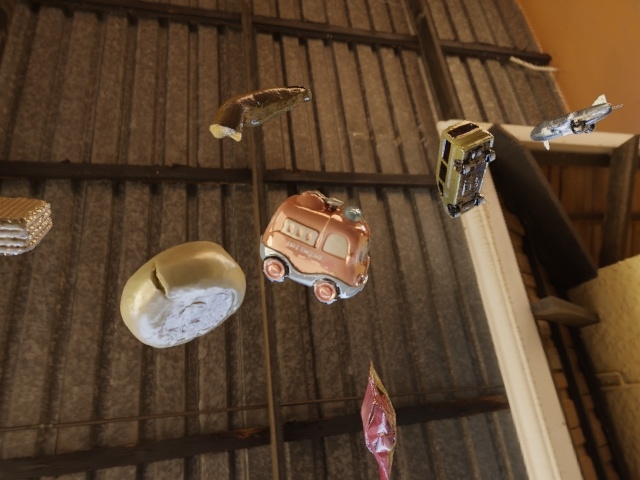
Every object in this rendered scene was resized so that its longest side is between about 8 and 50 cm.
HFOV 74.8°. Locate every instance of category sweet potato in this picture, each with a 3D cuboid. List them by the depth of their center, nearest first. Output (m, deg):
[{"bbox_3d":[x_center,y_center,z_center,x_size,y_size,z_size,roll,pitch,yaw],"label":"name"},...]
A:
[{"bbox_3d":[-0.144,-0.315,1.019,0.285,0.085,0.112,-28,-121,-33],"label":"sweet potato"}]

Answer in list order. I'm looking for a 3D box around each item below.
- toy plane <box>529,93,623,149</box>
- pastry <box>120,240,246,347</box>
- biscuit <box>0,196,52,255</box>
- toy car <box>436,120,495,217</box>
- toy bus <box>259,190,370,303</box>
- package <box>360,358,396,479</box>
[{"bbox_3d":[0.256,-0.119,0.428,0.078,0.083,0.031,-13,-97,-37],"label":"toy plane"},{"bbox_3d":[-0.174,0.065,0.537,0.156,0.156,0.092,-29,-116,-25],"label":"pastry"},{"bbox_3d":[-0.749,-0.039,0.764,0.425,0.079,0.144,3,-157,-16],"label":"biscuit"},{"bbox_3d":[0.366,-0.179,1.095,0.101,0.257,0.124,-24,-127,-10],"label":"toy car"},{"bbox_3d":[0.000,0.000,1.046,0.287,0.232,0.194,22,-159,8],"label":"toy bus"},{"bbox_3d":[0.048,0.148,0.346,0.029,0.059,0.083,-7,-68,4],"label":"package"}]
